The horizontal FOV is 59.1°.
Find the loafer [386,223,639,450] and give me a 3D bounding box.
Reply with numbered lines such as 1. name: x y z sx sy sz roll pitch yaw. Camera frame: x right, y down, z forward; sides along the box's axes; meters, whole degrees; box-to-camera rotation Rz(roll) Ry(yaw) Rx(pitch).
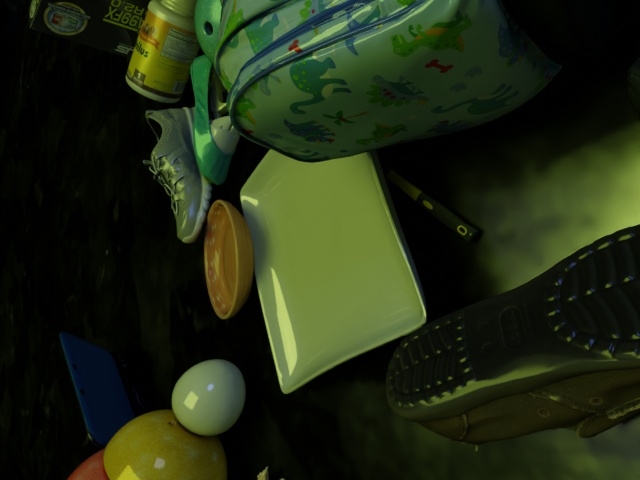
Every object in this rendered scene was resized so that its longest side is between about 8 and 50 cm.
1. loafer: 0.237 0.096 0.500 0.366 0.130 0.133 -26 33 35

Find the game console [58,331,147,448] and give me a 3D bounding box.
1. game console: -0.474 0.376 1.204 0.293 0.174 0.250 52 123 38

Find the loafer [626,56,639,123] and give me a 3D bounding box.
1. loafer: 0.325 -0.069 0.429 0.076 0.078 0.223 -33 52 7

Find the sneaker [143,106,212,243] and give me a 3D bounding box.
1. sneaker: -0.274 -0.123 1.057 0.105 0.116 0.281 132 133 -55

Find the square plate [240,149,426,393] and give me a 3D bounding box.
1. square plate: 0.000 0.000 0.770 0.344 0.049 0.346 -41 57 50

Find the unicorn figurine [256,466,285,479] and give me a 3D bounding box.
1. unicorn figurine: -0.073 0.435 0.845 0.111 0.060 0.161 -48 37 35

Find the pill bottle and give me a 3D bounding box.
1. pill bottle: -0.302 -0.394 1.128 0.117 0.117 0.214 50 122 38

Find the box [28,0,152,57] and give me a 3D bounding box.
1. box: -0.424 -0.491 1.159 0.216 0.270 0.060 -41 56 37

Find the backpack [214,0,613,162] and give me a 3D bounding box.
1. backpack: 0.060 -0.210 0.526 0.356 0.290 0.273 9 91 32

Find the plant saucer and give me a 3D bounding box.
1. plant saucer: -0.154 0.031 0.949 0.200 0.037 0.199 11 103 63

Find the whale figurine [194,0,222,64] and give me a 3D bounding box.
1. whale figurine: -0.082 -0.313 0.846 0.272 0.141 0.216 32 129 33

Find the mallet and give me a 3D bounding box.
1. mallet: 0.114 -0.049 0.696 0.189 0.039 0.062 51 125 33

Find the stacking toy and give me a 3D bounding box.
1. stacking toy: -0.266 0.409 0.942 0.351 0.351 0.479 36 93 44

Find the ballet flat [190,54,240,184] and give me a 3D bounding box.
1. ballet flat: -0.181 -0.226 1.009 0.087 0.083 0.247 -14 77 32
